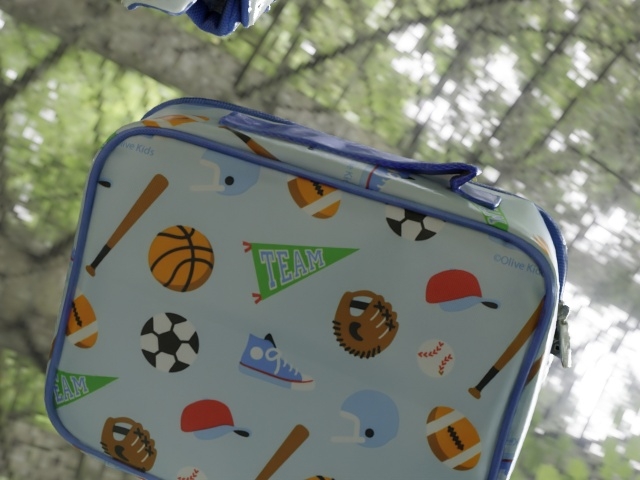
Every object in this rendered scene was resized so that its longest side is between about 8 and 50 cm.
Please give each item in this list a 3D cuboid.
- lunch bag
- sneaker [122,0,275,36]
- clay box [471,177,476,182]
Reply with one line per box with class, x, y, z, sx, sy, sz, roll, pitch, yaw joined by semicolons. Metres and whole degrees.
lunch bag;-0.002;0.048;1.101;0.303;0.115;0.243;17;-76;7
sneaker;-0.063;-0.212;1.323;0.112;0.296;0.131;14;-81;27
clay box;0.000;0.000;1.387;0.222;0.127;0.053;-20;-101;46
